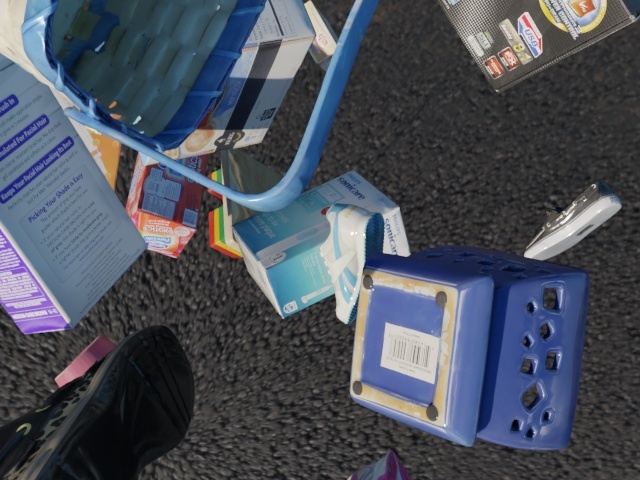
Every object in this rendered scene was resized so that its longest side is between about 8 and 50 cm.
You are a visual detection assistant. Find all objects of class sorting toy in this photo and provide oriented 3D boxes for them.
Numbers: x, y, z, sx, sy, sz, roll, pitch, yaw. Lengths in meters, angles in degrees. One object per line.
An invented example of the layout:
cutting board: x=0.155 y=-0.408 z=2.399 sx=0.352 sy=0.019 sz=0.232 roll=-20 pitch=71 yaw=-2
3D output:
sorting toy: x=-0.155 y=-0.052 z=1.970 sx=0.255 sy=0.089 sz=0.257 roll=29 pitch=45 yaw=-46

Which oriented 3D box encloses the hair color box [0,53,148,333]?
hair color box: x=-0.385 y=-0.068 z=1.082 sx=0.338 sy=0.110 sz=0.185 roll=64 pitch=36 yaw=-25

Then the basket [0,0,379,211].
basket: x=-0.094 y=-0.173 z=0.573 sx=0.289 sy=0.201 sz=0.254 roll=20 pitch=83 yaw=20

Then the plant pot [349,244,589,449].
plant pot: x=0.174 y=0.129 z=1.074 sx=0.212 sy=0.236 sz=0.235 roll=4 pitch=95 yaw=-40

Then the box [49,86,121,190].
box: x=-0.550 y=-0.236 z=1.812 sx=0.215 sy=0.168 sz=0.345 roll=2 pitch=108 yaw=-31

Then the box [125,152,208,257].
box: x=-0.317 y=-0.111 z=1.741 sx=0.128 sy=0.122 sz=0.256 roll=19 pitch=51 yaw=-21

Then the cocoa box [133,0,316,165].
cocoa box: x=-0.194 y=-0.309 z=1.363 sx=0.228 sy=0.347 sz=0.231 roll=-16 pitch=75 yaw=-24

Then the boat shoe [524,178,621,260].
boat shoe: x=0.480 y=-0.039 z=1.660 sx=0.080 sy=0.228 sz=0.076 roll=0 pitch=58 yaw=-38

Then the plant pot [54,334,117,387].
plant pot: x=-0.435 y=0.302 z=1.741 sx=0.180 sy=0.201 sz=0.201 roll=47 pitch=73 yaw=-7

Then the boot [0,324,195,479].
boot: x=-0.314 y=0.234 z=0.928 sx=0.284 sy=0.377 sz=0.138 roll=-19 pitch=108 yaw=18

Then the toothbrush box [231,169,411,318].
toothbrush box: x=0.000 y=0.000 z=1.721 sx=0.296 sy=0.216 sz=0.126 roll=-24 pitch=122 yaw=-12

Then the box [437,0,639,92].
box: x=0.208 y=-0.322 z=0.935 sx=0.060 sy=0.216 sz=0.270 roll=-39 pitch=99 yaw=-29

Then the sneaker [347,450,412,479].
sneaker: x=0.074 y=0.457 z=1.395 sx=0.111 sy=0.252 sz=0.103 roll=-29 pitch=97 yaw=24

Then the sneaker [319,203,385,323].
sneaker: x=0.050 y=0.039 z=1.457 sx=0.092 sy=0.228 sz=0.087 roll=23 pitch=35 yaw=27

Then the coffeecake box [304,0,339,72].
coffeecake box: x=0.002 y=-0.499 z=2.111 sx=0.068 sy=0.185 sz=0.142 roll=-30 pitch=84 yaw=11
